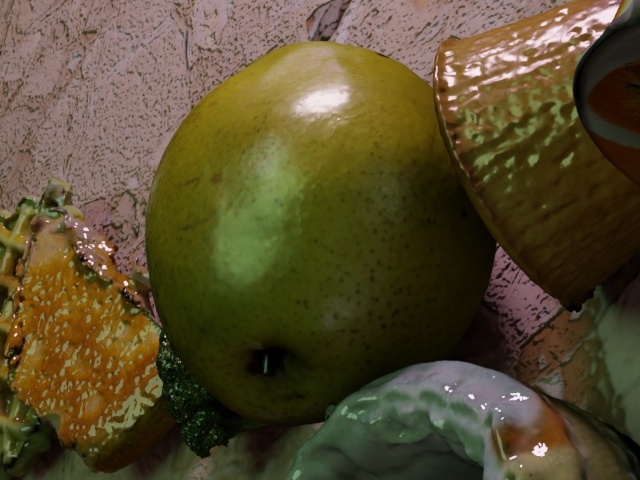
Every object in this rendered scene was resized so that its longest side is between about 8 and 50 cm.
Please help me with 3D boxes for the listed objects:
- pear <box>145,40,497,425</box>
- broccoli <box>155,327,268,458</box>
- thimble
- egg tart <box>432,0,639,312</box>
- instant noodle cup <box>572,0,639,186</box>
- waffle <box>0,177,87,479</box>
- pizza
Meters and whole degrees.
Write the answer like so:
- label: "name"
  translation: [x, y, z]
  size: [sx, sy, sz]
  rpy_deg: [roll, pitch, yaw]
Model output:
- label: "pear"
  translation: [0.000, 0.000, 1.344]
  size: [0.294, 0.294, 0.294]
  rpy_deg: [-30, 49, 40]
- label: "broccoli"
  translation: [-0.080, 0.108, 1.527]
  size: [0.138, 0.146, 0.162]
  rpy_deg: [17, 63, 23]
- label: "thimble"
  translation: [0.094, 0.216, 1.194]
  size: [0.288, 0.167, 0.254]
  rpy_deg: [8, 76, 53]
- label: "egg tart"
  translation: [0.180, -0.071, 1.230]
  size: [0.170, 0.215, 0.215]
  rpy_deg: [-28, 49, 24]
- label: "instant noodle cup"
  translation: [0.314, -0.139, 1.039]
  size: [0.296, 0.296, 0.214]
  rpy_deg: [-8, 54, 51]
- label: "waffle"
  translation: [-0.320, 0.103, 1.887]
  size: [0.297, 0.073, 0.317]
  rpy_deg: [-41, 44, 30]
- label: "pizza"
  translation: [-0.221, 0.090, 1.712]
  size: [0.189, 0.071, 0.297]
  rpy_deg: [-51, 55, 8]
